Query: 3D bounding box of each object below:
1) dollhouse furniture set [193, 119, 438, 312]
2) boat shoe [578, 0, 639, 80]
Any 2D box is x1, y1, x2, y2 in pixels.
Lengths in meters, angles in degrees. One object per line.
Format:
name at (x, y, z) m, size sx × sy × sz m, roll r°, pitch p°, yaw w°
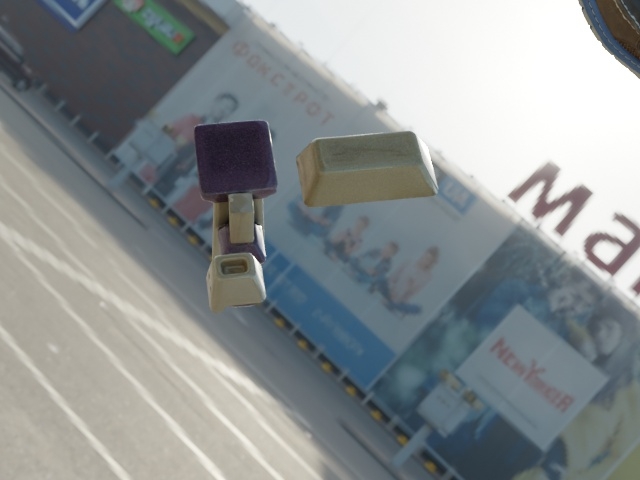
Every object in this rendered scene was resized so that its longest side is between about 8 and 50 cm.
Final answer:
dollhouse furniture set at (0.000, 0.000, 0.520) m, size 0.081 × 0.114 × 0.091 m, roll 96°, pitch -14°, yaw -57°
boat shoe at (0.227, -0.124, 0.661) m, size 0.183 × 0.066 × 0.066 m, roll 46°, pitch -20°, yaw -20°
